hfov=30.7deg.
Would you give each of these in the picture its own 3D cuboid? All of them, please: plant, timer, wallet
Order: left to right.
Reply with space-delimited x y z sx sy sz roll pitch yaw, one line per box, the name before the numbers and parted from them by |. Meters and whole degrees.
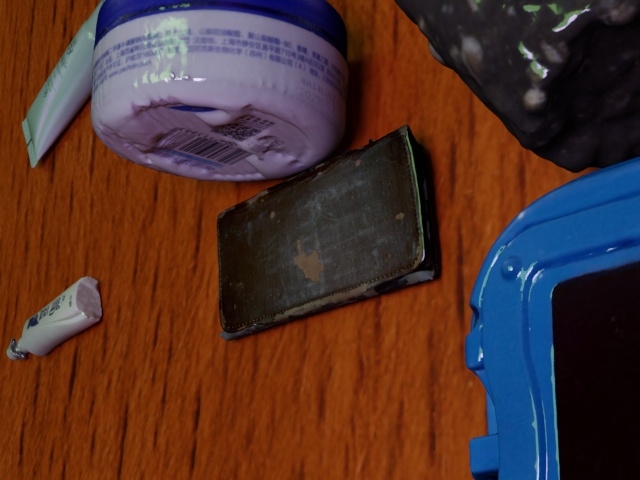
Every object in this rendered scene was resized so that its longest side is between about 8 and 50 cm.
wallet | 0.000 0.000 0.938 0.232 0.031 0.122 -21 65 41
plant | 0.144 -0.192 0.752 0.199 0.188 0.276 -42 49 24
timer | 0.214 0.104 0.624 0.309 0.115 0.340 -19 62 42

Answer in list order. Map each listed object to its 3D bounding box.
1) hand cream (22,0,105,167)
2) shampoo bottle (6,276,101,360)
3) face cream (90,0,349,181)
hand cream | -0.268 -0.172 1.261 0.205 0.050 0.078 -47 47 27
shampoo bottle | -0.271 0.087 1.171 0.141 0.034 0.049 -33 59 34
face cream | -0.080 -0.122 0.935 0.206 0.206 0.111 -15 65 41
